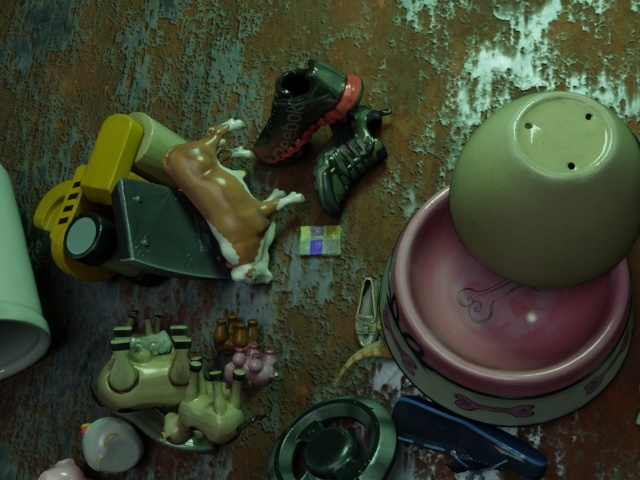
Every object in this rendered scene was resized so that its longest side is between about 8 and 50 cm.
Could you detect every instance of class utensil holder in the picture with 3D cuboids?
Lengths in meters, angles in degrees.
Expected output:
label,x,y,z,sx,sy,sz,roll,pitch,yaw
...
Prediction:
label,x,y,z,sx,sy,sz,roll,pitch,yaw
utensil holder,-0.727,0.057,1.447,0.327,0.327,0.386,-25,66,10

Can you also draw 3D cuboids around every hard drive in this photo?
label,x,y,z,sx,sy,sz,roll,pitch,yaw
hard drive,-0.269,-0.010,1.357,0.054,0.254,0.172,-25,68,28

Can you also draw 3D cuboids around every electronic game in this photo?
label,x,y,z,sx,sy,sz,roll,pitch,yaw
electronic game,0.018,0.346,1.207,0.229,0.048,0.229,-20,33,14

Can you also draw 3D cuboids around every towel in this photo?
label,x,y,z,sx,sy,sz,roll,pitch,yaw
towel,0.000,0.000,1.389,0.083,0.009,0.060,0,75,18

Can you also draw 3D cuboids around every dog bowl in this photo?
label,x,y,z,sx,sy,sz,roll,pitch,yaw
dog bowl,0.288,0.072,1.157,0.407,0.150,0.408,-4,66,8

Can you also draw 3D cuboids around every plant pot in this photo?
label,x,y,z,sx,sy,sz,roll,pitch,yaw
plant pot,0.324,-0.099,1.039,0.284,0.191,0.284,-3,65,7

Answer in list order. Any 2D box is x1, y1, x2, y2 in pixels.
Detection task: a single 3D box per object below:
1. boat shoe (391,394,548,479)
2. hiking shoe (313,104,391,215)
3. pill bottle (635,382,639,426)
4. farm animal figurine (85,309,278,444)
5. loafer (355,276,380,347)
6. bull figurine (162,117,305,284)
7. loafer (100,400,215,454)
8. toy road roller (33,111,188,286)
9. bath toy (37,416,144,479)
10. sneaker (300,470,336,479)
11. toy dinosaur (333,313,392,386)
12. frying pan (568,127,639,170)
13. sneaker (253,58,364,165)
label,x,y,z,sx,sy,sz,roll,pitch,yaw
boat shoe,0.230,0.328,1.180,0.258,0.109,0.089,17,89,39
hiking shoe,0.062,-0.152,1.372,0.114,0.086,0.227,8,76,24
pill bottle,0.537,0.202,1.100,0.103,0.103,0.184,22,82,23
farm animal figurine,-0.228,0.245,1.246,0.326,0.330,0.172,4,100,3
loafer,0.081,0.126,1.308,0.045,0.039,0.125,0,74,17
bull figurine,-0.153,-0.070,1.378,0.188,0.101,0.310,-38,93,-23
loafer,-0.289,0.307,1.347,0.251,0.094,0.087,22,79,23
toy road roller,-0.413,-0.081,1.453,0.240,0.202,0.330,13,79,33
bath toy,-0.457,0.467,1.345,0.348,0.151,0.129,-58,31,-5
sneaker,0.082,0.447,1.183,0.275,0.107,0.110,26,75,23
toy dinosaur,0.117,0.176,1.257,0.211,0.064,0.112,-7,65,9
frying pan,0.473,-0.092,1.185,0.197,0.053,0.326,-11,61,-24
sneaker,-0.052,-0.237,1.364,0.276,0.135,0.098,-32,40,41
